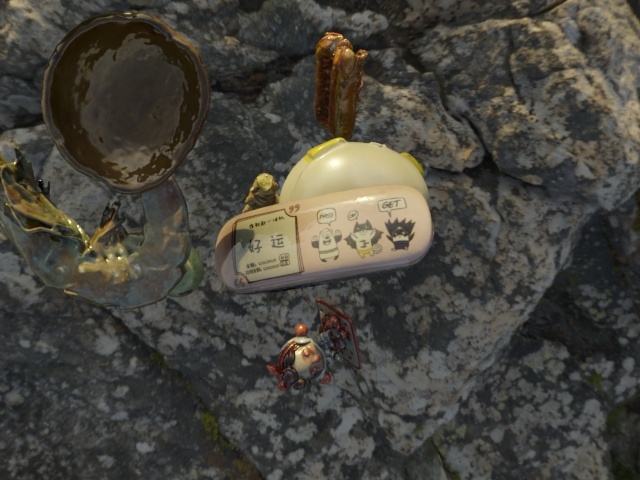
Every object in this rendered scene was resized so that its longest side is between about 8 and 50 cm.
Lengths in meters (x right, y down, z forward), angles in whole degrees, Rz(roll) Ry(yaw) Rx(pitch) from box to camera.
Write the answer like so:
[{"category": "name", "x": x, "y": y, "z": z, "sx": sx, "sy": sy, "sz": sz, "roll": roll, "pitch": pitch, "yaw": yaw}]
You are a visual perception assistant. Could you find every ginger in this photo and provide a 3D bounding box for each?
[{"category": "ginger", "x": -0.169, "y": -0.124, "z": 1.387, "sx": 0.115, "sy": 0.205, "sz": 0.081, "roll": 1, "pitch": 64, "yaw": 7}]

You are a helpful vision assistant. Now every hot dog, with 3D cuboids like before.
[{"category": "hot dog", "x": 0.059, "y": -0.450, "z": 1.431, "sx": 0.117, "sy": 0.349, "sz": 0.158, "roll": -32, "pitch": 65, "yaw": -19}]

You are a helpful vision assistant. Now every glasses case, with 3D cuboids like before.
[{"category": "glasses case", "x": 0.000, "y": 0.000, "z": 0.678, "sx": 0.313, "sy": 0.075, "sz": 0.122, "roll": -10, "pitch": 68, "yaw": 12}]

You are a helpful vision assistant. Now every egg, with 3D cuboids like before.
[{"category": "egg", "x": -0.493, "y": 0.085, "z": 1.643, "sx": 0.176, "sy": 0.177, "sz": 0.228, "roll": -28, "pitch": 62, "yaw": 5}]

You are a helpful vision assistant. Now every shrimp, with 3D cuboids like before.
[{"category": "shrimp", "x": -0.344, "y": -0.047, "z": 0.703, "sx": 0.247, "sy": 0.085, "sz": 0.360, "roll": -44, "pitch": 111, "yaw": 0}]

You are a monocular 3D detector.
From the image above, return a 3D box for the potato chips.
[{"category": "potato chips", "x": -0.235, "y": -0.166, "z": 0.596, "sx": 0.195, "sy": 0.061, "sz": 0.208, "roll": -18, "pitch": 117, "yaw": -25}]

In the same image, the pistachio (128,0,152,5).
[{"category": "pistachio", "x": -0.378, "y": -0.590, "z": 0.975, "sx": 0.166, "sy": 0.288, "sz": 0.197, "roll": -35, "pitch": 101, "yaw": -9}]

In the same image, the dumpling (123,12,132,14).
[{"category": "dumpling", "x": -0.542, "y": -0.606, "z": 1.416, "sx": 0.127, "sy": 0.188, "sz": 0.108, "roll": 16, "pitch": 87, "yaw": 11}]

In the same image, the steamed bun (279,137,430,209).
[{"category": "steamed bun", "x": 0.085, "y": -0.077, "z": 1.177, "sx": 0.373, "sy": 0.334, "sz": 0.334, "roll": 7, "pitch": 105, "yaw": -31}]

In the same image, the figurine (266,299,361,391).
[{"category": "figurine", "x": -0.035, "y": 0.304, "z": 1.282, "sx": 0.226, "sy": 0.160, "sz": 0.184, "roll": -28, "pitch": 122, "yaw": -27}]
